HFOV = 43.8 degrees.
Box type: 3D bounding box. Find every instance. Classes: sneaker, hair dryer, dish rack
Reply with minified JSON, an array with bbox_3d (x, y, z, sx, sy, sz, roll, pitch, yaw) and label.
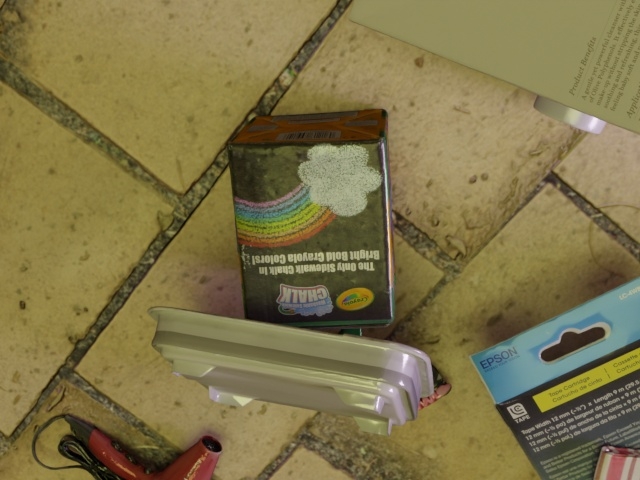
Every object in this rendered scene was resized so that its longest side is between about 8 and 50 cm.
[{"bbox_3d":[0.122,0.214,1.108,0.119,0.047,0.057,-34,80,15],"label":"sneaker"},{"bbox_3d":[-0.278,0.353,1.176,0.294,0.080,0.223,-15,106,11],"label":"hair dryer"},{"bbox_3d":[-0.033,0.170,0.977,0.333,0.285,0.072,8,71,12],"label":"dish rack"}]

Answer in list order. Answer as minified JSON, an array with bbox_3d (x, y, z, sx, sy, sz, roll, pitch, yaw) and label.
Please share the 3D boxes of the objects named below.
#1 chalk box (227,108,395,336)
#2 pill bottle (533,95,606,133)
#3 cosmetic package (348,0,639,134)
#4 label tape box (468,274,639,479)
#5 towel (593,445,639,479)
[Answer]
[{"bbox_3d":[0.000,0.000,0.974,0.180,0.179,0.288,-1,110,6],"label":"chalk box"},{"bbox_3d":[0.317,-0.222,0.896,0.112,0.112,0.186,20,110,-1],"label":"pill bottle"},{"bbox_3d":[0.231,-0.249,0.790,0.366,0.155,0.197,32,114,30],"label":"cosmetic package"},{"bbox_3d":[0.382,0.217,1.039,0.249,0.115,0.347,-30,102,15],"label":"label tape box"},{"bbox_3d":[0.438,0.330,1.000,0.197,0.029,0.144,6,111,7],"label":"towel"}]
